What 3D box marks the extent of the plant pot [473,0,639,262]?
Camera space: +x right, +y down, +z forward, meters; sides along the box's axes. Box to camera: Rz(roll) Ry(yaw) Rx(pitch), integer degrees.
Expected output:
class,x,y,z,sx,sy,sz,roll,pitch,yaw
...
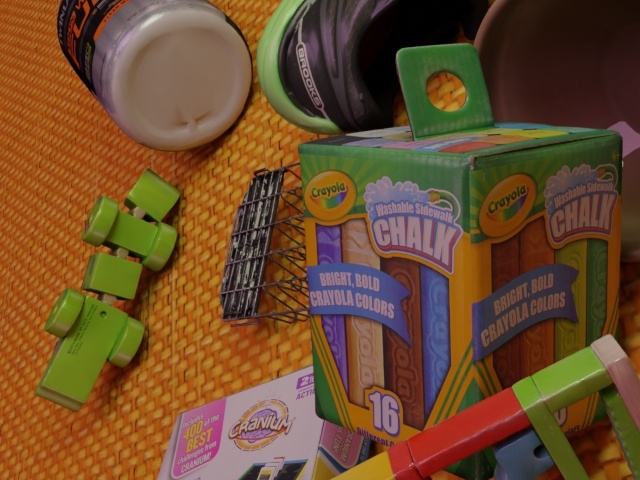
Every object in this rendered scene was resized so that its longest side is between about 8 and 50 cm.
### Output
class,x,y,z,sx,sy,sz,roll,pitch,yaw
plant pot,0.240,-0.110,0.720,0.237,0.109,0.237,37,140,39

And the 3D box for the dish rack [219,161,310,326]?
class,x,y,z,sx,sy,sz,roll,pitch,yaw
dish rack,0.000,0.000,0.978,0.271,0.074,0.208,-12,59,44

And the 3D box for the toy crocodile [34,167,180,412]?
class,x,y,z,sx,sy,sz,roll,pitch,yaw
toy crocodile,-0.281,0.058,1.205,0.105,0.115,0.341,-15,54,63

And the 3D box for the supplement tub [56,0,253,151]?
class,x,y,z,sx,sy,sz,roll,pitch,yaw
supplement tub,-0.250,-0.279,1.289,0.207,0.207,0.338,-55,40,8

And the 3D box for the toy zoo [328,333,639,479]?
class,x,y,z,sx,sy,sz,roll,pitch,yaw
toy zoo,0.101,0.206,0.600,0.293,0.192,0.030,-29,22,7

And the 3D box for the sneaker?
class,x,y,z,sx,sy,sz,roll,pitch,yaw
sneaker,0.124,-0.318,0.981,0.202,0.185,0.483,31,96,32

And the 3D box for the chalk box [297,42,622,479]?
class,x,y,z,sx,sy,sz,roll,pitch,yaw
chalk box,0.107,-0.001,0.688,0.179,0.180,0.289,12,110,49

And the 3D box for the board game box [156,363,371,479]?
class,x,y,z,sx,sy,sz,roll,pitch,yaw
board game box,-0.076,0.278,0.834,0.242,0.064,0.317,-25,35,36
